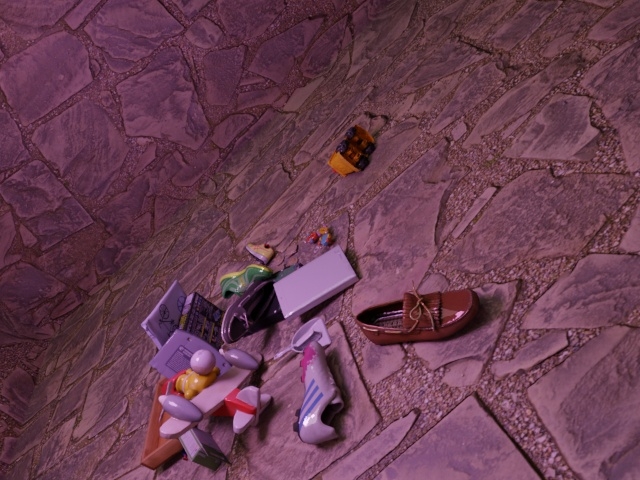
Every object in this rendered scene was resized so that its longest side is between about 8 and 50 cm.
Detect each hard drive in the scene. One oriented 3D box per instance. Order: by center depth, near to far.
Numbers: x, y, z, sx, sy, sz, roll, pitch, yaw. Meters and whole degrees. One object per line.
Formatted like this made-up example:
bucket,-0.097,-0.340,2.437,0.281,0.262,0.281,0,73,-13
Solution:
hard drive,-0.023,0.160,1.806,0.307,0.040,0.203,-31,39,3
hard drive,-0.210,0.250,1.981,0.339,0.064,0.237,-29,36,28

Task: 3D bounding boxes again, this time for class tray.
tray,-0.603,0.693,1.921,0.203,0.076,0.411,-39,27,13

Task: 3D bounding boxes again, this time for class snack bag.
snack bag,-0.605,0.384,1.996,0.037,0.323,0.342,-16,23,15

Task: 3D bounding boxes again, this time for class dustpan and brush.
dustpan and brush,-0.073,0.371,1.685,0.211,0.060,0.147,-41,32,9

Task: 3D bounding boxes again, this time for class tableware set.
tableware set,-0.157,0.092,2.135,0.141,0.020,0.168,-33,33,19

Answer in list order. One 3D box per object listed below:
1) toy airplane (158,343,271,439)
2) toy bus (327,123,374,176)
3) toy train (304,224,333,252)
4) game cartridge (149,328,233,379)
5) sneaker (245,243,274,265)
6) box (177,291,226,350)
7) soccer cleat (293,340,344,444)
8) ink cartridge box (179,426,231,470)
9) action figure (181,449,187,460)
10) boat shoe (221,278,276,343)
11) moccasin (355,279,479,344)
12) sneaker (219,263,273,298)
toy airplane,-0.366,0.508,1.627,0.384,0.272,0.386,-15,11,-14
toy bus,0.130,-0.415,2.259,0.211,0.149,0.220,-26,32,57
toy train,0.000,0.000,2.028,0.125,0.046,0.166,-45,29,6
game cartridge,-0.490,0.488,1.845,0.196,0.294,0.060,-51,11,-5
sneaker,-0.288,0.051,2.292,0.094,0.081,0.208,-46,37,-12
box,-0.511,0.387,2.043,0.060,0.216,0.270,-29,37,25
soccer cleat,0.010,0.463,1.460,0.143,0.116,0.331,-13,45,20
ink cartridge box,-0.405,0.733,1.635,0.062,0.109,0.209,-55,33,-12
action figure,-0.522,0.788,1.793,0.038,0.030,0.115,-55,30,-7
boat shoe,-0.274,0.263,1.834,0.095,0.112,0.335,-17,26,31
moccasin,0.273,0.208,1.371,0.380,0.147,0.139,-15,44,40
sneaker,-0.317,0.185,2.048,0.295,0.109,0.123,-22,62,32
